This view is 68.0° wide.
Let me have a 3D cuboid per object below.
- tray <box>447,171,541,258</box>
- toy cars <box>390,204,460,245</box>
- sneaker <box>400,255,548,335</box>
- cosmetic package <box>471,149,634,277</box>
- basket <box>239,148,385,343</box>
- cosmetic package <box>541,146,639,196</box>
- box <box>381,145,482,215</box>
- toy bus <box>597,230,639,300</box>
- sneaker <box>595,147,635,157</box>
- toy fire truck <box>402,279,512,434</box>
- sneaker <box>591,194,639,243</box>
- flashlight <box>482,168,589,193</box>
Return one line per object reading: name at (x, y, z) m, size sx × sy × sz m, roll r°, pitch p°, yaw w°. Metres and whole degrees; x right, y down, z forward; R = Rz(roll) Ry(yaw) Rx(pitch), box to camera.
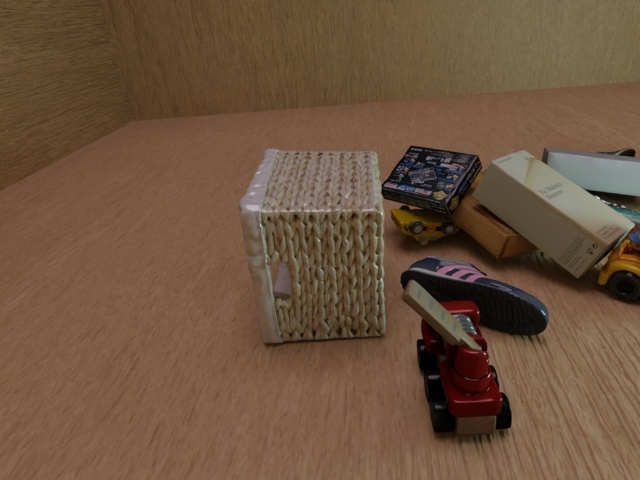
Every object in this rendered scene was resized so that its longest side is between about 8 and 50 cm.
tray at (0.436, -0.107, 1.306) m, size 0.202 × 0.076 × 0.411 m, roll -6°, pitch 37°, yaw -25°
toy cars at (0.340, -0.074, 1.378) m, size 0.176 × 0.087 × 0.393 m, roll 28°, pitch 36°, yaw 24°
sneaker at (0.335, 0.095, 1.012) m, size 0.319 × 0.112 × 0.131 m, roll 19°, pitch 39°, yaw 39°
cosmetic package at (0.536, -0.073, 1.114) m, size 0.160 × 0.113 × 0.309 m, roll -23°, pitch 56°, yaw -36°
basket at (0.000, 0.000, 1.027) m, size 0.266 × 0.328 × 0.331 m, roll -2°, pitch 30°, yaw 5°
cosmetic package at (0.815, -0.210, 1.409) m, size 0.284 × 0.098 × 0.377 m, roll 9°, pitch 16°, yaw 22°
box at (0.295, -0.169, 1.286) m, size 0.220 × 0.051 × 0.175 m, roll 20°, pitch 66°, yaw 42°
toy bus at (0.709, 0.024, 0.964) m, size 0.149 × 0.212 × 0.220 m, roll -30°, pitch 34°, yaw -36°
sneaker at (1.016, -0.294, 1.680) m, size 0.192 × 0.064 × 0.086 m, roll -21°, pitch 35°, yaw -20°
toy fire truck at (0.208, 0.156, 0.769) m, size 0.158 × 0.246 × 0.217 m, roll -4°, pitch 27°, yaw 4°
sneaker at (0.702, -0.081, 1.250) m, size 0.302 × 0.108 × 0.121 m, roll 14°, pitch 58°, yaw 37°
flashlight at (0.633, -0.144, 1.436) m, size 0.304 × 0.103 × 0.103 m, roll 19°, pitch 62°, yaw 39°
